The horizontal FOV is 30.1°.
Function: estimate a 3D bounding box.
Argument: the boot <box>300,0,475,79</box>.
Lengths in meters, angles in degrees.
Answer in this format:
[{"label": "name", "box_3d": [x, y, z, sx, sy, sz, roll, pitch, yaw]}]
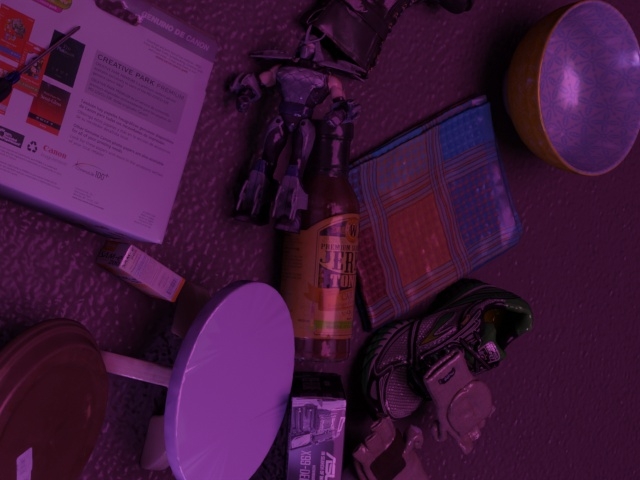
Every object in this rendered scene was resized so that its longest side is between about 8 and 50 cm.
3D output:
[{"label": "boot", "box_3d": [0.100, -0.342, 1.793, 0.263, 0.091, 0.229, 30, 79, -34]}]

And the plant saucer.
[{"label": "plant saucer", "box_3d": [-0.334, 0.226, 1.394, 0.278, 0.041, 0.278, -51, 152, -40]}]

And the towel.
[{"label": "towel", "box_3d": [0.175, -0.048, 1.899, 0.370, 0.040, 0.272, -29, 111, -35]}]

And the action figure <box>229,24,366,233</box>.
[{"label": "action figure", "box_3d": [-0.038, -0.155, 1.628, 0.099, 0.185, 0.285, 11, 91, -65]}]

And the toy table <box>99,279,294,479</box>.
[{"label": "toy table", "box_3d": [-0.153, 0.183, 1.553, 0.252, 0.160, 0.274, 33, 73, -38]}]

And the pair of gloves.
[{"label": "pair of gloves", "box_3d": [0.157, 0.291, 1.803, 0.240, 0.042, 0.204, -45, 131, -6]}]

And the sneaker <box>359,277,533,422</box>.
[{"label": "sneaker", "box_3d": [0.196, 0.168, 1.862, 0.343, 0.146, 0.134, -37, 116, -31]}]

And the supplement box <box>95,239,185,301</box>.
[{"label": "supplement box", "box_3d": [-0.232, 0.040, 1.538, 0.098, 0.062, 0.036, 37, 71, -36]}]

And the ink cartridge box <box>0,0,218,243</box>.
[{"label": "ink cartridge box", "box_3d": [-0.303, -0.171, 1.415, 0.309, 0.130, 0.272, 24, 78, -40]}]

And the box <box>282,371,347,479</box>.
[{"label": "box", "box_3d": [-0.015, 0.347, 1.640, 0.076, 0.242, 0.308, 4, 91, -2]}]

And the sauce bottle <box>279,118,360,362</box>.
[{"label": "sauce bottle", "box_3d": [0.000, 0.000, 1.704, 0.111, 0.111, 0.345, 1, 93, -41]}]

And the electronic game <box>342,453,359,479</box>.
[{"label": "electronic game", "box_3d": [0.082, 0.427, 1.848, 0.229, 0.048, 0.229, -5, 98, -44]}]

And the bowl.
[{"label": "bowl", "box_3d": [0.398, -0.253, 1.997, 0.289, 0.156, 0.290, -4, 97, -41]}]

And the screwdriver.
[{"label": "screwdriver", "box_3d": [-0.322, -0.189, 1.304, 0.170, 0.025, 0.024, -51, 121, -37]}]
